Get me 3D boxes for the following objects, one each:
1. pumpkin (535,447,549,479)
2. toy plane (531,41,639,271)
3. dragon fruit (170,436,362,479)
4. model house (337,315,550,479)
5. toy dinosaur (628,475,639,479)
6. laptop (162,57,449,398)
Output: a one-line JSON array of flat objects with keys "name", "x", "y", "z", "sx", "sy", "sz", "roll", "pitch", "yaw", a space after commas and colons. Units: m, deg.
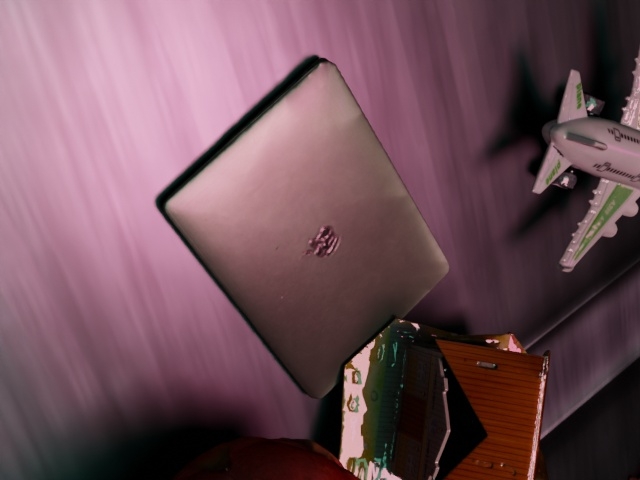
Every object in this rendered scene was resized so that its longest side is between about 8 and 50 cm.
[{"name": "pumpkin", "x": 0.215, "y": 0.274, "z": 1.032, "sx": 0.149, "sy": 0.130, "sz": 0.254, "roll": -46, "pitch": 127, "yaw": -12}, {"name": "toy plane", "x": 0.299, "y": -0.088, "z": 0.969, "sx": 0.255, "sy": 0.101, "sz": 0.251, "roll": 10, "pitch": 102, "yaw": -42}, {"name": "dragon fruit", "x": -0.044, "y": 0.277, "z": 0.772, "sx": 0.252, "sy": 0.240, "sz": 0.241, "roll": -67, "pitch": 160, "yaw": -61}, {"name": "model house", "x": 0.132, "y": 0.189, "z": 0.868, "sx": 0.207, "sy": 0.136, "sz": 0.219, "roll": 9, "pitch": 88, "yaw": -22}, {"name": "toy dinosaur", "x": 0.431, "y": 0.348, "z": 1.271, "sx": 0.055, "sy": 0.049, "sz": 0.154, "roll": -2, "pitch": 104, "yaw": -39}, {"name": "laptop", "x": 0.000, "y": 0.000, "z": 0.839, "sx": 0.187, "sy": 0.015, "sz": 0.269, "roll": -44, "pitch": 128, "yaw": -13}]
